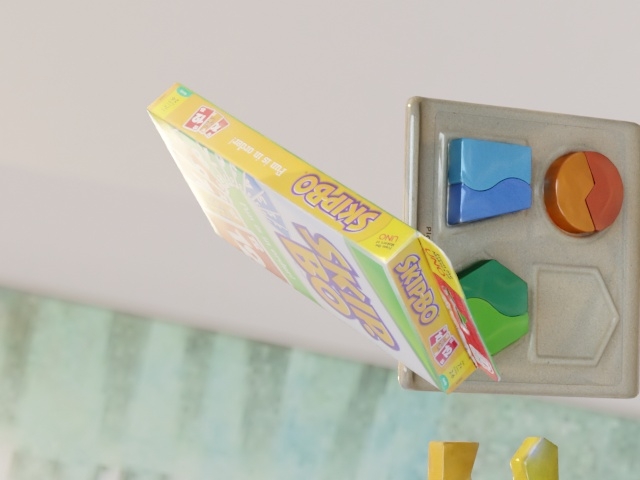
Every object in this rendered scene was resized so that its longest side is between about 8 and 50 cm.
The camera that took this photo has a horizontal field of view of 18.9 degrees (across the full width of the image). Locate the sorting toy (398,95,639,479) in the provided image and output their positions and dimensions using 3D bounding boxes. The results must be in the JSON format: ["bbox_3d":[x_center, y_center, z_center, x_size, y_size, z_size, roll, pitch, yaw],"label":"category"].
[{"bbox_3d":[0.155,0.055,1.405,0.041,0.229,0.307,-7,80,58],"label":"sorting toy"}]

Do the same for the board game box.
[{"bbox_3d":[0.000,0.000,1.158,0.039,0.259,0.124,-44,-44,-17],"label":"board game box"}]
